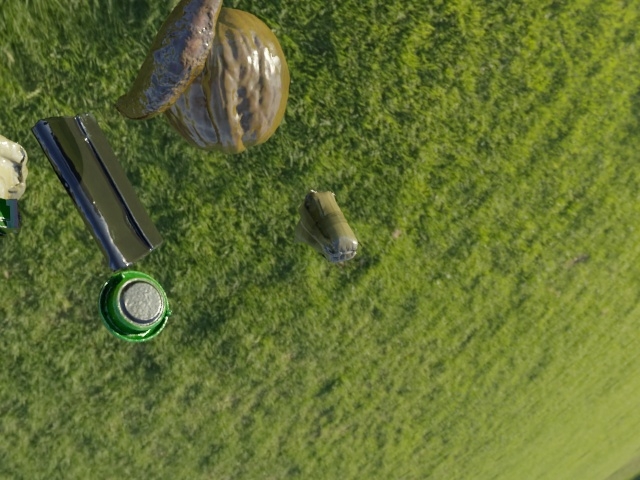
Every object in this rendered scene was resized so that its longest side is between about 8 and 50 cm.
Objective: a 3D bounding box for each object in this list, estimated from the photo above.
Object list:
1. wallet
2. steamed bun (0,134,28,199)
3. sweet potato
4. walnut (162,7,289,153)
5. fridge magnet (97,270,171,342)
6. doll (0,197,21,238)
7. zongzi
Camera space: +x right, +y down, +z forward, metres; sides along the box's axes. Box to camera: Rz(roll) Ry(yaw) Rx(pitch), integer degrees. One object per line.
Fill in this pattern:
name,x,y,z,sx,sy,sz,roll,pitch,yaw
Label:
wallet,-0.569,-0.133,1.371,0.062,0.228,0.406,-20,103,20
steamed bun,-1.024,-0.170,1.441,0.372,0.230,0.325,-58,142,-36
sweet potato,-0.260,-0.326,0.925,0.092,0.114,0.341,6,136,-50
walnut,-0.224,-0.354,1.200,0.333,0.333,0.333,-17,135,-18
fridge magnet,-0.519,0.182,1.466,0.208,0.208,0.088,17,149,-41
doll,-0.822,-0.053,1.267,0.186,0.106,0.134,-13,167,5
zongzi,0.000,0.000,1.300,0.099,0.194,0.197,-6,142,-32
